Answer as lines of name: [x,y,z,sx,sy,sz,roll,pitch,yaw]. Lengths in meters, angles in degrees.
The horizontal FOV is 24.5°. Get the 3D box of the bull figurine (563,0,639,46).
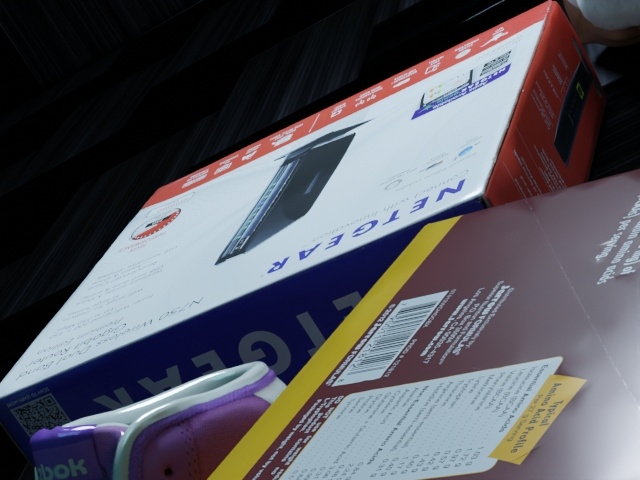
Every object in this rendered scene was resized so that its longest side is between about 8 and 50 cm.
bull figurine: [0.218,-0.202,0.945,0.188,0.101,0.310,-48,-2,4]

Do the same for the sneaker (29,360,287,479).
sneaker: [-0.079,0.153,0.492,0.102,0.161,0.282,-15,25,40]

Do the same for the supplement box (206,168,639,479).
supplement box: [0.093,0.076,0.455,0.194,0.129,0.191,-15,23,43]

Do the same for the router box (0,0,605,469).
router box: [0.000,0.000,0.918,0.335,0.082,0.301,-24,18,25]
